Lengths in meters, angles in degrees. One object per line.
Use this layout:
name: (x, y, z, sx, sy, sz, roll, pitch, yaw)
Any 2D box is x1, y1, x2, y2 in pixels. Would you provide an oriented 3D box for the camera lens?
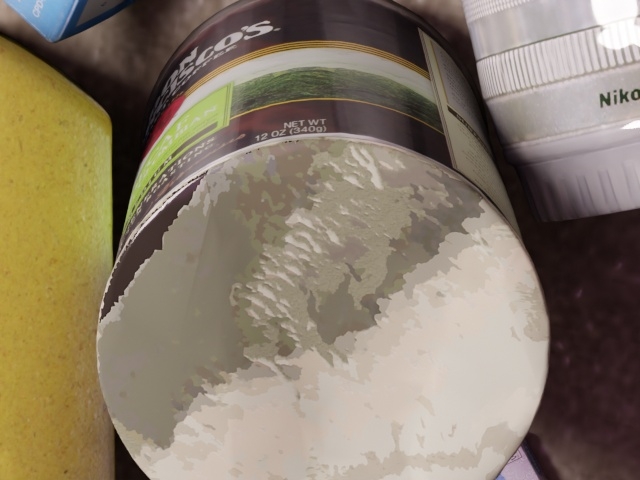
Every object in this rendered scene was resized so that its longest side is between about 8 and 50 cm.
camera lens: (0.173, -0.163, 0.898, 0.219, 0.219, 0.274, -12, 93, 18)

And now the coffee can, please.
coffee can: (0.000, 0.000, 0.911, 0.201, 0.275, 0.202, 0, 111, -1)

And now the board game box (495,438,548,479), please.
board game box: (0.100, 0.172, 1.062, 0.090, 0.020, 0.090, -30, 87, 17)

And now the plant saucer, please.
plant saucer: (-0.157, 0.042, 0.997, 0.081, 0.333, 0.333, -2, 97, -9)

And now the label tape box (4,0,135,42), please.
label tape box: (-0.202, -0.319, 1.005, 0.347, 0.115, 0.249, 43, 134, 10)
